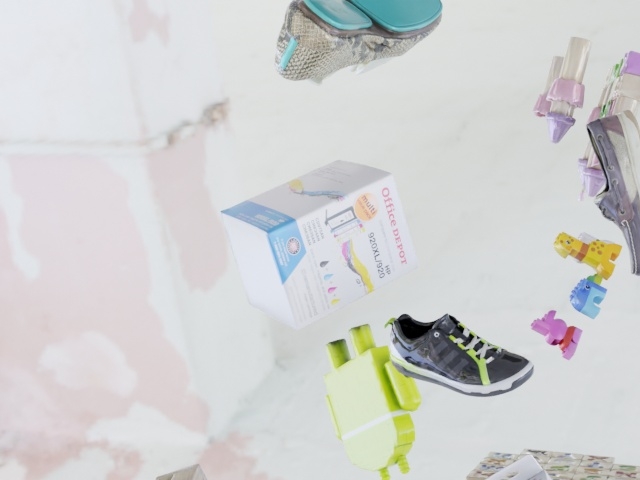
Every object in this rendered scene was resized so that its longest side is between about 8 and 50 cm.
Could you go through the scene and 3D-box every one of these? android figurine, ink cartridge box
[{"bbox_3d":[0.090,0.295,2.168,0.056,0.273,0.248,-8,160,-36],"label":"android figurine"},{"bbox_3d":[0.338,0.434,1.888,0.104,0.180,0.060,-34,-162,12],"label":"ink cartridge box"},{"bbox_3d":[0.000,0.000,1.884,0.232,0.171,0.168,-26,-157,-23],"label":"ink cartridge box"}]

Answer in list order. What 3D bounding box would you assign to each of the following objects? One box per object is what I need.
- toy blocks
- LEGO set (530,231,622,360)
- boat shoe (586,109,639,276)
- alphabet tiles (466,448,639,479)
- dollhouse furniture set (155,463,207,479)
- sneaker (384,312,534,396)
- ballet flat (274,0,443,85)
[{"bbox_3d":[0.550,-0.199,2.235,0.308,0.260,0.288,15,180,3],"label":"toy blocks"},{"bbox_3d":[0.369,0.048,1.760,0.093,0.087,0.227,28,-128,3],"label":"LEGO set"},{"bbox_3d":[0.512,-0.075,2.065,0.092,0.285,0.103,-9,-175,8],"label":"boat shoe"},{"bbox_3d":[0.417,0.408,2.123,0.285,0.011,0.342,3,-178,18],"label":"alphabet tiles"},{"bbox_3d":[-0.176,0.424,1.744,0.129,0.129,0.184,-20,-162,15],"label":"dollhouse furniture set"},{"bbox_3d":[0.190,0.156,1.736,0.234,0.097,0.084,6,-152,33],"label":"sneaker"},{"bbox_3d":[0.056,-0.377,2.239,0.164,0.182,0.483,42,-148,14],"label":"ballet flat"}]
